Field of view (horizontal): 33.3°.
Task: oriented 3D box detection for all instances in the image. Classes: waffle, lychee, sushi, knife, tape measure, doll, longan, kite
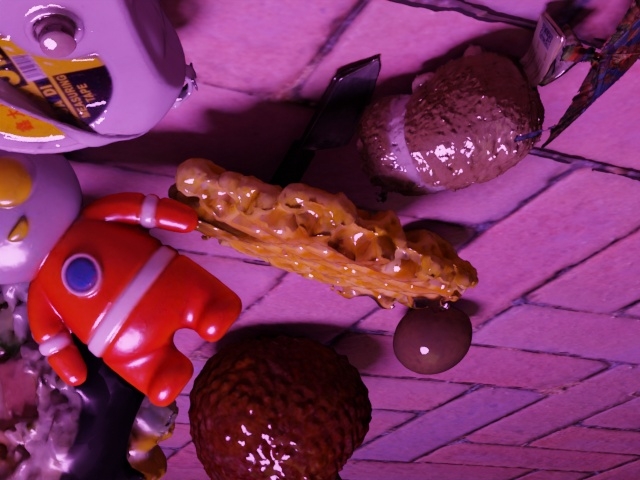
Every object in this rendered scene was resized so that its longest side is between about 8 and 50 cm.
[{"bbox_3d":[-0.001,0.003,1.031,0.307,0.060,0.312,19,172,5],"label":"waffle"},{"bbox_3d":[-0.057,0.245,1.469,0.261,0.260,0.260,-3,155,-1],"label":"lychee"},{"bbox_3d":[-0.289,0.151,1.171,0.329,0.328,0.285,-33,158,23],"label":"sushi"},{"bbox_3d":[0.008,-0.101,0.991,0.060,0.028,0.230,-6,155,-24],"label":"knife"},{"bbox_3d":[-0.202,-0.142,0.750,0.197,0.120,0.236,-13,149,5],"label":"tape measure"},{"bbox_3d":[0.130,-0.104,0.909,0.221,0.115,0.105,-26,137,28],"label":"doll"},{"bbox_3d":[-0.235,0.003,0.956,0.336,0.199,0.105,38,-173,0],"label":"doll"},{"bbox_3d":[0.150,0.130,1.418,0.113,0.092,0.113,-26,166,-7],"label":"longan"},{"bbox_3d":[0.225,-0.149,0.851,0.160,0.010,0.183,-13,138,-52],"label":"kite"}]

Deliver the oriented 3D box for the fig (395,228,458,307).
[{"bbox_3d":[0.098,0.049,1.239,0.093,0.093,0.166,7,154,-21],"label":"fig"}]
